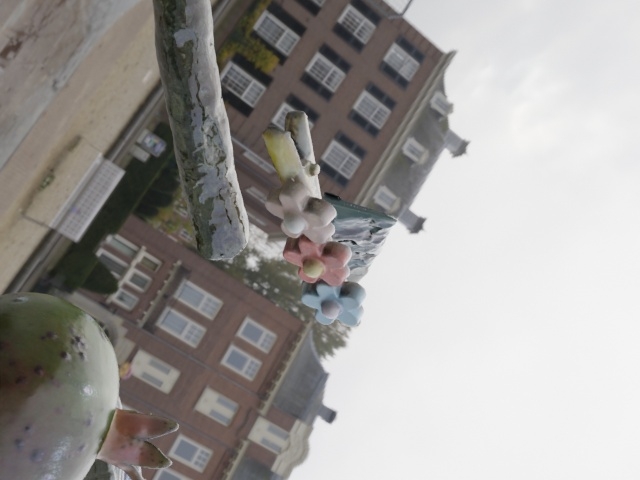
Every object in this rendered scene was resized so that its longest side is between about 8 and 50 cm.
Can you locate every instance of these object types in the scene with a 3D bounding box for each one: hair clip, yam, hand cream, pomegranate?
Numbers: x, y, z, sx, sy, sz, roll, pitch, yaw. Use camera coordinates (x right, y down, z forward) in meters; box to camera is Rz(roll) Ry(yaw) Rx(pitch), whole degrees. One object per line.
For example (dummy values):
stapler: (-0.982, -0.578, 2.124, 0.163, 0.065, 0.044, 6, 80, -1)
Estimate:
hair clip: (-0.003, 0.004, 0.469, 0.062, 0.214, 0.056, 6, -141, 28)
yam: (-0.111, -0.111, 0.562, 0.061, 0.061, 0.274, -88, 174, -60)
hand cream: (0.033, 0.011, 0.720, 0.248, 0.075, 0.052, 97, -13, -66)
pomegranate: (-0.365, 0.211, 0.797, 0.290, 0.323, 0.291, -4, -96, 51)

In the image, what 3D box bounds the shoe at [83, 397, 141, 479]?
shoe: (-0.358, 0.346, 1.070, 0.099, 0.125, 0.228, -26, -118, 27)
